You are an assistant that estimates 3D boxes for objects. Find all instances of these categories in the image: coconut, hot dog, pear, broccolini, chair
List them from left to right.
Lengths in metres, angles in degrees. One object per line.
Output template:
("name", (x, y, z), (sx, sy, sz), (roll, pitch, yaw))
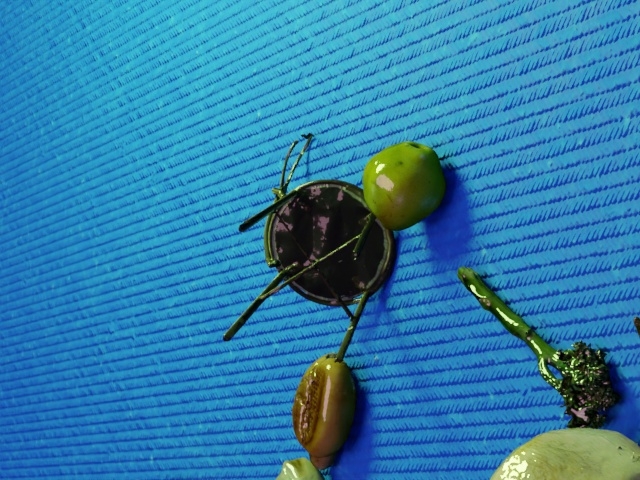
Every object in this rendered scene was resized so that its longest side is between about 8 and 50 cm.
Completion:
("chair", (0.000, 0.000, 1.836), (0.326, 0.170, 0.160), (-52, -28, -67))
("hot dog", (0.007, 0.197, 1.893), (0.090, 0.060, 0.140), (23, 103, 61))
("pear", (0.084, -0.056, 1.739), (0.092, 0.092, 0.097), (31, 115, 55))
("broccolini", (0.195, 0.092, 1.589), (0.071, 0.057, 0.254), (-42, 43, -5))
("coconut", (0.220, 0.248, 1.431), (0.194, 0.194, 0.194), (-1, 89, 58))

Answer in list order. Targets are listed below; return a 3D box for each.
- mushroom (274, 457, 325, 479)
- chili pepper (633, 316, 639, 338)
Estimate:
("mushroom", (-0.061, 0.423, 1.964), (0.109, 0.097, 0.351), (30, 113, 57))
("chili pepper", (0.319, 0.184, 1.377), (0.063, 0.071, 0.272), (-25, 69, 13))
